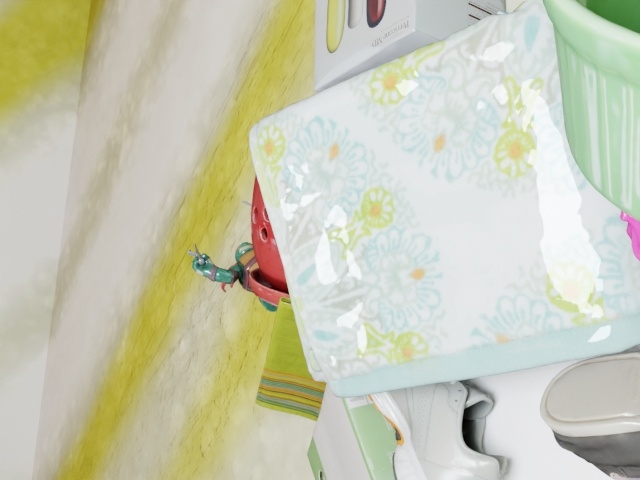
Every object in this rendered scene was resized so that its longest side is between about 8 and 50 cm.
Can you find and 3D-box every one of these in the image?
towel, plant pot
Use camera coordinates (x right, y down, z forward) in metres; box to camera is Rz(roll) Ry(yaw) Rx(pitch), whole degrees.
[{"bbox_3d":[0.112,-0.024,0.750,0.374,0.090,0.320,-17,88,33],"label":"towel"},{"bbox_3d":[-0.022,0.161,0.987,0.237,0.102,0.021,105,176,-47],"label":"towel"},{"bbox_3d":[0.000,0.000,0.982,0.191,0.191,0.174,23,107,55],"label":"plant pot"}]

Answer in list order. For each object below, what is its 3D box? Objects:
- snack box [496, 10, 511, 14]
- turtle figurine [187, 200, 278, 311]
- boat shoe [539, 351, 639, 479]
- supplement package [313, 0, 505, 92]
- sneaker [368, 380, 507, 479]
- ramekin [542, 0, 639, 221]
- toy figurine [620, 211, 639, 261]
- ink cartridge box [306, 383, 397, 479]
[{"bbox_3d":[0.195,-0.064,0.821,0.187,0.060,0.322,48,121,47],"label":"snack box"},{"bbox_3d":[-0.094,0.030,1.183,0.175,0.118,0.234,-41,35,-14],"label":"turtle figurine"},{"bbox_3d":[0.329,0.134,0.571,0.335,0.095,0.112,-16,33,49],"label":"boat shoe"},{"bbox_3d":[0.104,-0.287,0.929,0.194,0.149,0.203,-19,66,52],"label":"supplement package"},{"bbox_3d":[0.129,0.177,0.854,0.121,0.099,0.262,-38,49,21],"label":"sneaker"},{"bbox_3d":[0.297,-0.128,0.483,0.303,0.303,0.148,53,165,47],"label":"ramekin"},{"bbox_3d":[0.305,-0.014,0.560,0.173,0.159,0.130,-23,64,51],"label":"toy figurine"},{"bbox_3d":[0.044,0.285,0.971,0.235,0.056,0.171,99,155,-46],"label":"ink cartridge box"}]
